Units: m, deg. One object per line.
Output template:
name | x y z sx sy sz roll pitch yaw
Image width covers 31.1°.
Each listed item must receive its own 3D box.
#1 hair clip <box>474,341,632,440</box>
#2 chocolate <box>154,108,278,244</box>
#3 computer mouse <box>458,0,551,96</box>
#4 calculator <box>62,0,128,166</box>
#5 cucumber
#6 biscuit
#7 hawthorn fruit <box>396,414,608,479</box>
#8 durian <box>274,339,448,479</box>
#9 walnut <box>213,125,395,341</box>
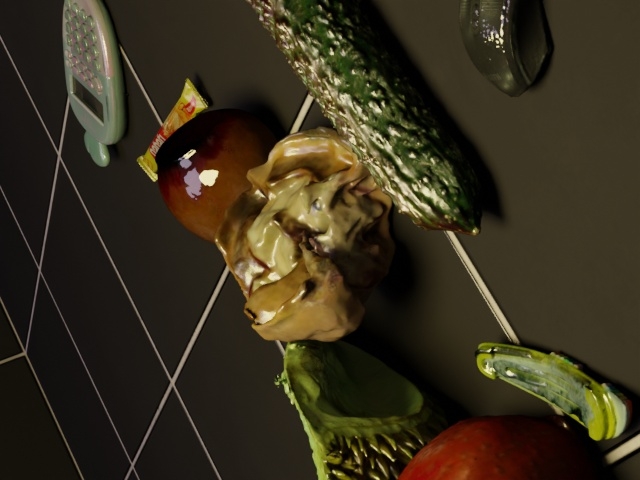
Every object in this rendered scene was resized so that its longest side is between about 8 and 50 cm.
hair clip | 0.212 0.133 1.042 0.188 0.033 0.060 24 131 52
chocolate | -0.109 -0.072 1.387 0.177 0.176 0.177 41 142 43
computer mouse | 0.143 -0.181 0.938 0.079 0.047 0.135 18 122 56
calculator | -0.359 -0.259 1.825 0.185 0.041 0.299 40 139 45
cucumber | 0.046 -0.141 1.108 0.359 0.096 0.096 57 151 18
biscuit | -0.210 -0.154 1.639 0.048 0.026 0.292 48 152 -1
hawthorn fruit | 0.151 0.271 1.043 0.215 0.249 0.215 10 108 34
durian | 0.010 0.190 1.255 0.163 0.198 0.394 -60 15 12
walnut | -0.009 0.005 1.231 0.204 0.141 0.238 -9 58 45
